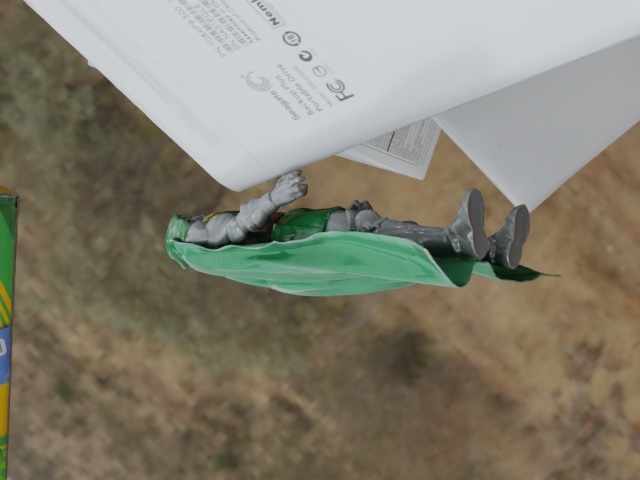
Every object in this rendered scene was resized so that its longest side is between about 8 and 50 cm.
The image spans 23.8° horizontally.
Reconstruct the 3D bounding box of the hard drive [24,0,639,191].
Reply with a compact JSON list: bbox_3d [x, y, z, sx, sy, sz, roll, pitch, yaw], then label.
[{"bbox_3d":[0.019,-0.154,0.700,0.353,0.047,0.233,-19,130,37],"label":"hard drive"}]

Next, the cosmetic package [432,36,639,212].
[{"bbox_3d":[0.073,-0.191,0.994,0.217,0.156,0.385,53,-172,32],"label":"cosmetic package"}]

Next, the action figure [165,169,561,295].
[{"bbox_3d":[0.000,0.000,0.851,0.232,0.064,0.137,-1,169,36],"label":"action figure"}]

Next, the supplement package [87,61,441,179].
[{"bbox_3d":[-0.028,-0.197,1.367,0.262,0.198,0.199,18,-179,-35],"label":"supplement package"}]

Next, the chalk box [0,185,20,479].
[{"bbox_3d":[-0.324,0.093,1.023,0.180,0.179,0.289,23,112,51],"label":"chalk box"}]
